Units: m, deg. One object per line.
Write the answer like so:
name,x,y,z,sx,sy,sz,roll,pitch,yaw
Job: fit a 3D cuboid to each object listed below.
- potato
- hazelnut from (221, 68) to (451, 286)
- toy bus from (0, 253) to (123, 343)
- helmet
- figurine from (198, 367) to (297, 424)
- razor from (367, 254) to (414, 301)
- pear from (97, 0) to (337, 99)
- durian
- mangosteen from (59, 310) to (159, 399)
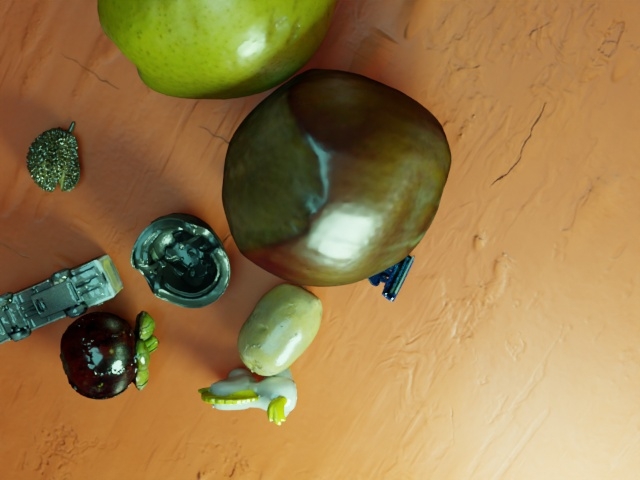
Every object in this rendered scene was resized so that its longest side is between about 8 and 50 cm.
potato,-0.074,0.157,1.923,0.118,0.109,0.178,39,90,-6
hazelnut,0.022,-0.102,1.744,0.365,0.366,0.366,2,103,10
toy bus,-0.497,0.108,1.992,0.268,0.106,0.092,-23,97,12
helmet,-0.243,0.023,1.931,0.153,0.107,0.177,-32,114,12
figurine,-0.130,0.272,1.949,0.178,0.129,0.109,9,107,7
razor,-0.001,0.005,1.908,0.324,0.056,0.093,25,65,4
pear,-0.144,-0.408,1.693,0.418,0.362,0.362,-40,93,7
durian,-0.478,-0.150,1.951,0.110,0.071,0.140,26,101,3
mangosteen,-0.380,0.206,1.972,0.180,0.166,0.166,-8,102,-14
